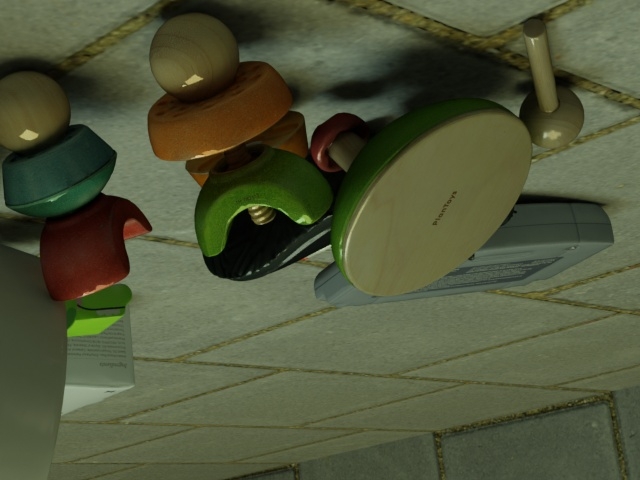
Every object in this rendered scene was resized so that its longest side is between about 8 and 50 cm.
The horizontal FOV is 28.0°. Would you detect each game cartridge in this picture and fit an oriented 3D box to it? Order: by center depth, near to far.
[{"bbox_3d":[0.161,0.015,1.399,0.294,0.060,0.196,-5,168,-25],"label":"game cartridge"}]

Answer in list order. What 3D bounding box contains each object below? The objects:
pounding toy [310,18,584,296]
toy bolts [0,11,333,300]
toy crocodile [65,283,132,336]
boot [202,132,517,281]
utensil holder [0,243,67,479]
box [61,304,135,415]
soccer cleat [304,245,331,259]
[{"bbox_3d":[0.083,-0.076,1.018,0.237,0.110,0.183,-44,147,2],"label":"pounding toy"},{"bbox_3d":[-0.124,-0.082,0.935,0.229,0.158,0.218,-20,-158,9],"label":"toy bolts"},{"bbox_3d":[-0.343,0.065,1.207,0.341,0.105,0.115,-4,162,-32],"label":"toy crocodile"},{"bbox_3d":[0.037,-0.014,1.209,0.246,0.094,0.207,-28,151,38],"label":"boot"},{"bbox_3d":[-0.419,0.112,0.916,0.386,0.327,0.328,18,154,-28],"label":"utensil holder"},{"bbox_3d":[-0.347,0.136,1.532,0.182,0.119,0.181,7,158,-40],"label":"box"},{"bbox_3d":[0.000,0.000,1.370,0.083,0.029,0.035,-11,155,1],"label":"soccer cleat"}]
